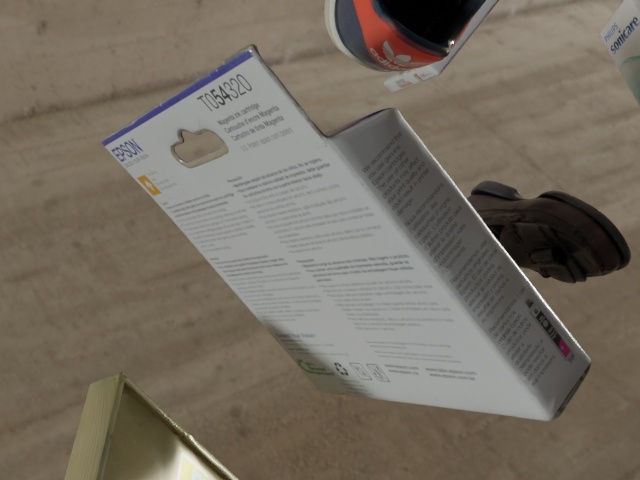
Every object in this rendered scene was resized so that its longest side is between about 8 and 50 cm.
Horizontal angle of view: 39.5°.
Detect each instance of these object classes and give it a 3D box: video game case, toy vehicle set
[{"bbox_3d":[0.184,-0.295,1.159,0.227,0.026,0.206,-51,10,-4],"label":"video game case"},{"bbox_3d":[-0.116,0.256,0.765,0.035,0.166,0.267,-24,-55,19],"label":"toy vehicle set"}]

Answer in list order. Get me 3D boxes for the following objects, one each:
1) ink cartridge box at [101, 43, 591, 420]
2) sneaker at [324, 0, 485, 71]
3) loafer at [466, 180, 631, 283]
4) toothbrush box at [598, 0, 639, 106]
[{"bbox_3d":[0.000,0.000,0.713,0.071,0.324,0.330,-46,-72,-25],"label":"ink cartridge box"},{"bbox_3d":[0.119,-0.283,0.641,0.131,0.148,0.349,16,-78,-19],"label":"sneaker"},{"bbox_3d":[0.235,0.002,1.026,0.095,0.302,0.109,-37,-72,-7],"label":"loafer"},{"bbox_3d":[0.533,-0.209,1.133,0.216,0.295,0.126,-24,-12,-6],"label":"toothbrush box"}]
